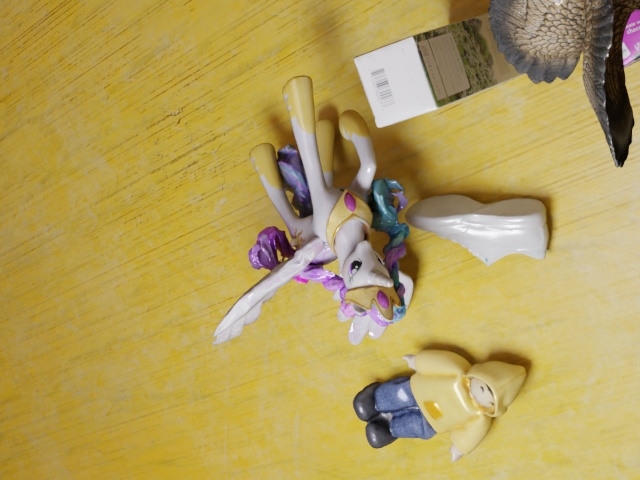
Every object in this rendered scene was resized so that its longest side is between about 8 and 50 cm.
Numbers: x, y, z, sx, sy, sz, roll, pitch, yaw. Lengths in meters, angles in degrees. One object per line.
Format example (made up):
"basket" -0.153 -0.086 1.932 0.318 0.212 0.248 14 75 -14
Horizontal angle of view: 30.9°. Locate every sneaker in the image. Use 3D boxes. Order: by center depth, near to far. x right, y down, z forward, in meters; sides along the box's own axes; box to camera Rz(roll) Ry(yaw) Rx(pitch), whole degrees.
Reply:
"sneaker" 0.216 -0.008 1.618 0.212 0.080 0.094 6 123 35

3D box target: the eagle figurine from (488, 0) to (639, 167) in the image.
"eagle figurine" 0.309 -0.254 1.279 0.225 0.226 0.298 28 121 2

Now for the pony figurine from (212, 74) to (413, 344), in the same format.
"pony figurine" 0.000 0.000 1.655 0.351 0.303 0.363 126 133 -57

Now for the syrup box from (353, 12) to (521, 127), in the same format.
"syrup box" 0.155 -0.221 1.466 0.096 0.237 0.093 -14 98 39

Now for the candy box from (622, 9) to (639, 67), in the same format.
"candy box" 0.368 -0.344 1.364 0.159 0.071 0.233 -33 86 41

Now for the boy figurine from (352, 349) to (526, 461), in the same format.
"boy figurine" 0.188 0.246 1.727 0.285 0.092 0.177 -19 93 44
